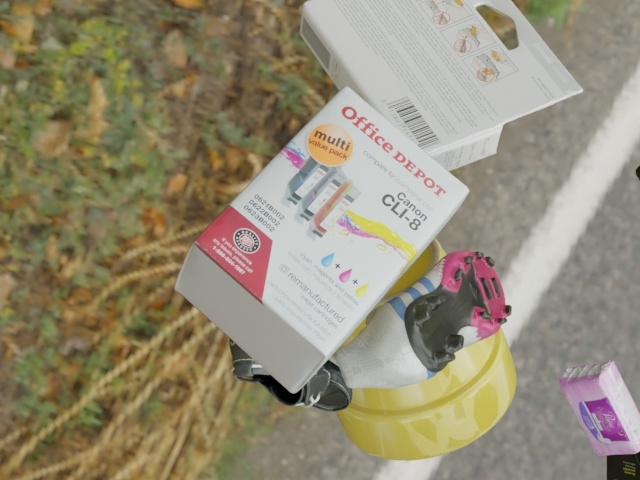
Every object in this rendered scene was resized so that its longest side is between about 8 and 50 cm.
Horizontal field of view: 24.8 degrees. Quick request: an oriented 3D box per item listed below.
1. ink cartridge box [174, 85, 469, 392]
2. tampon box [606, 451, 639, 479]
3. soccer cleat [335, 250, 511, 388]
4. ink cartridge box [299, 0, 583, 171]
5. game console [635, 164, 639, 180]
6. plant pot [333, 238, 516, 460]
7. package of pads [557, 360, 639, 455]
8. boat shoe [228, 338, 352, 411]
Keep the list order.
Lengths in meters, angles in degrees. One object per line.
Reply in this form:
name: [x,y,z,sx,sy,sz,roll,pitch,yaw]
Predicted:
ink cartridge box: [0.000,0.000,1.097,0.176,0.128,0.127,-48,176,-22]
tampon box: [0.453,0.333,1.915,0.101,0.120,0.161,-5,97,-36]
soccer cleat: [0.121,0.093,1.744,0.331,0.143,0.116,-24,93,-64]
ink cartridge box: [0.154,-0.235,1.920,0.261,0.296,0.066,-22,150,-19]
game console: [0.629,-0.117,2.119,0.293,0.173,0.250,-38,139,13]
plant pot: [0.114,0.125,1.956,0.254,0.254,0.239,-48,132,-34]
package of pads: [0.247,0.146,1.265,0.032,0.050,0.083,-39,107,-38]
boat shoe: [-0.034,0.159,1.669,0.233,0.084,0.079,41,39,-52]
